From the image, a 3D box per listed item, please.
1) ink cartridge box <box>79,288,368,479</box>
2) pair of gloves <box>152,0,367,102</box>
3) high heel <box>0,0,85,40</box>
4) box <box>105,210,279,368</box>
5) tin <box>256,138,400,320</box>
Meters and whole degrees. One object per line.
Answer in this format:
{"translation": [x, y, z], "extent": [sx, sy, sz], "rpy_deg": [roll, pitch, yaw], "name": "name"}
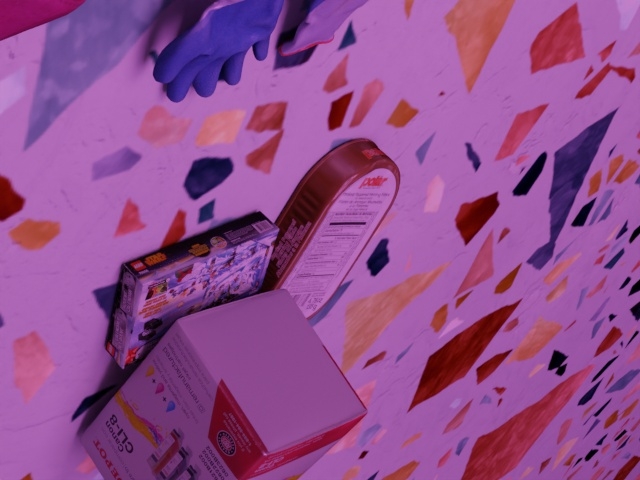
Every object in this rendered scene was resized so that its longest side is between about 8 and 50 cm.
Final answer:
{"translation": [-0.080, 0.148, 1.061], "extent": [0.127, 0.128, 0.176], "rpy_deg": [-16, 154, -48], "name": "ink cartridge box"}
{"translation": [-0.011, -0.149, 0.854], "extent": [0.198, 0.023, 0.159], "rpy_deg": [-23, 170, -33], "name": "pair of gloves"}
{"translation": [-0.185, -0.189, 0.421], "extent": [0.181, 0.127, 0.377], "rpy_deg": [-3, 157, -4], "name": "high heel"}
{"translation": [-0.100, 0.037, 1.035], "extent": [0.137, 0.027, 0.094], "rpy_deg": [-23, 144, -40], "name": "box"}
{"translation": [0.000, 0.000, 1.126], "extent": [0.106, 0.040, 0.190], "rpy_deg": [-7, 133, -59], "name": "tin"}
